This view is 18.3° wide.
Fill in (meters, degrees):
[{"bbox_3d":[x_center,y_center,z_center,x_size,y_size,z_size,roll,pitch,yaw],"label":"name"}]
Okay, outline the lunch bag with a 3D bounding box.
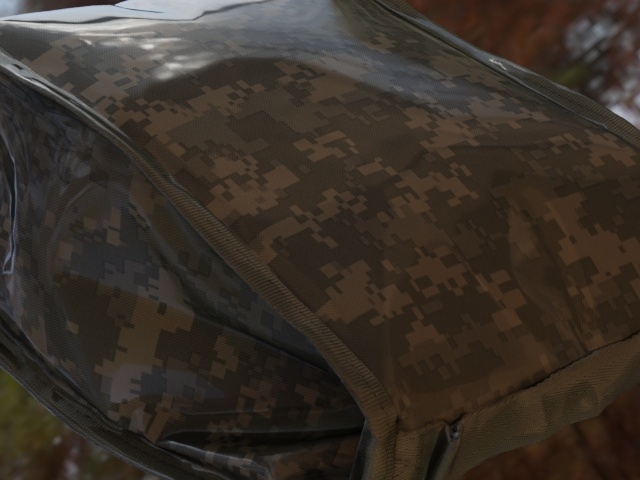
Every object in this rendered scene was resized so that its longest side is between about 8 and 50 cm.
[{"bbox_3d":[0.007,0.009,0.852,0.235,0.169,0.287,-18,-140,-41],"label":"lunch bag"}]
